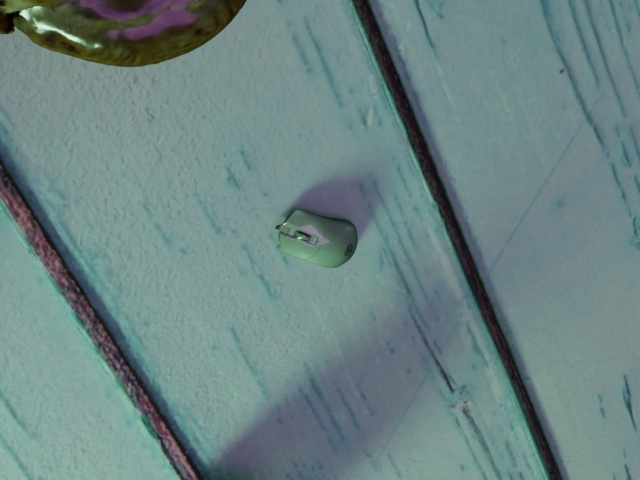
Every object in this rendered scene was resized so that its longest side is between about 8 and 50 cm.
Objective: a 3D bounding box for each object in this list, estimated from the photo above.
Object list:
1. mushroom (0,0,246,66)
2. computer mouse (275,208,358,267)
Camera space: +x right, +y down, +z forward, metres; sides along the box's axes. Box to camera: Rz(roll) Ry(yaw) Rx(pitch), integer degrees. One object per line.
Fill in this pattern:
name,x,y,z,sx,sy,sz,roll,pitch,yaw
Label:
mushroom,-0.191,-0.266,1.107,0.283,0.195,0.263,-31,118,-39
computer mouse,0.000,0.000,1.458,0.110,0.032,0.056,15,101,-37
